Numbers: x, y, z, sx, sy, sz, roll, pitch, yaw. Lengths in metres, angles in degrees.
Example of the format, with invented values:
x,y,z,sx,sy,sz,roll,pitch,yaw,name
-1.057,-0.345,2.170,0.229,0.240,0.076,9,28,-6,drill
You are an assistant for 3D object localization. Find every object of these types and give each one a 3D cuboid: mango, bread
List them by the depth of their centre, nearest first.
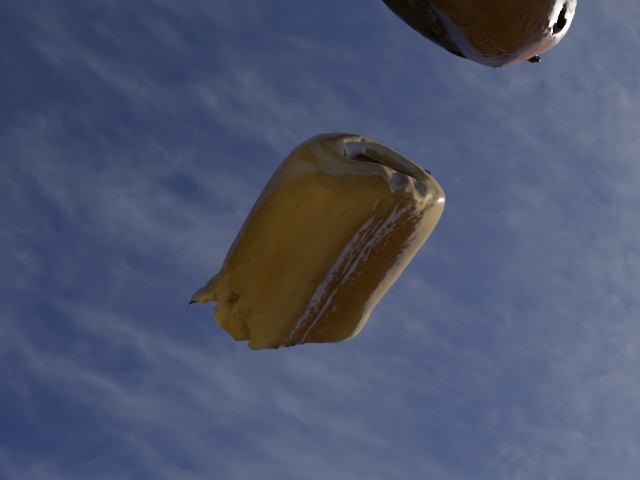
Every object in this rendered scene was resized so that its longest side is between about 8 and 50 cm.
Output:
x,y,z,sx,sy,sz,roll,pitch,yaw,name
0.000,-0.001,0.651,0.134,0.085,0.173,3,-47,-42,bread
0.127,-0.253,0.818,0.249,0.156,0.151,29,-66,-30,mango
